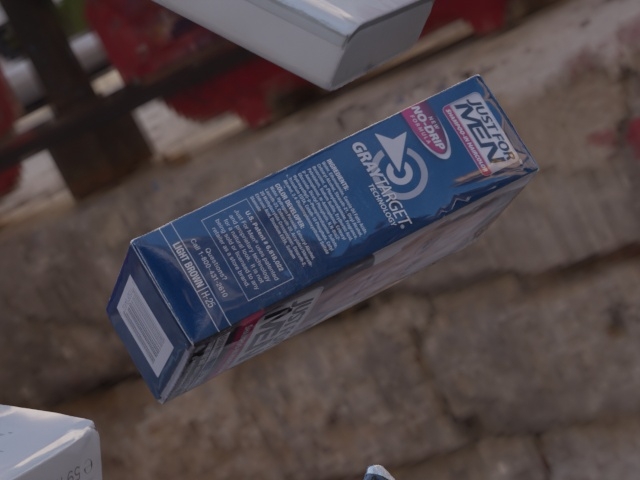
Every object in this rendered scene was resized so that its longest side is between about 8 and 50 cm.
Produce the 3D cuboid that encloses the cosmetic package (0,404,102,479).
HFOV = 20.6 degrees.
[{"bbox_3d":[-0.144,0.193,0.707,0.085,0.231,0.117,5,17,28],"label":"cosmetic package"}]

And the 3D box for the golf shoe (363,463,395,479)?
[{"bbox_3d":[0.003,0.298,1.790,0.198,0.094,0.077,-28,-18,10],"label":"golf shoe"}]

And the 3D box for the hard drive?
[{"bbox_3d":[-0.098,-0.179,0.971,0.040,0.307,0.203,-65,-9,18],"label":"hard drive"}]

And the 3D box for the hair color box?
[{"bbox_3d":[0.000,0.000,1.503,0.347,0.105,0.174,-27,-12,-22],"label":"hair color box"}]
